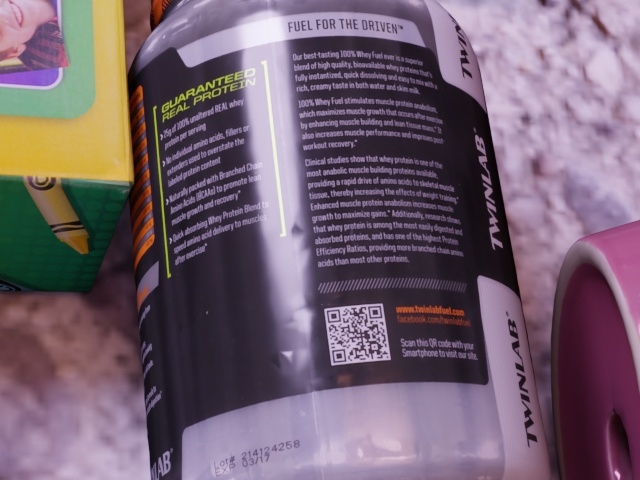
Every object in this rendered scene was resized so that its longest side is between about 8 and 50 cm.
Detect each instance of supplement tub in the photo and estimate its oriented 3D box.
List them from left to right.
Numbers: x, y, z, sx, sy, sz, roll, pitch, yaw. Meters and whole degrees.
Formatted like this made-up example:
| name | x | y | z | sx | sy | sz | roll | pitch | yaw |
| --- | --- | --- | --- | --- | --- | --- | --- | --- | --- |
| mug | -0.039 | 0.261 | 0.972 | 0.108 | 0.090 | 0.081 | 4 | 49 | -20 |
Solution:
| name | x | y | z | sx | sy | sz | roll | pitch | yaw |
| --- | --- | --- | --- | --- | --- | --- | --- | --- | --- |
| supplement tub | 0.000 | 0.000 | 0.482 | 0.117 | 0.117 | 0.190 | 1 | 67 | -18 |

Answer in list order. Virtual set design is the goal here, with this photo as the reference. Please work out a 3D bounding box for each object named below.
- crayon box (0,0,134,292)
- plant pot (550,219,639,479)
| name | x | y | z | sx | sy | sz | roll | pitch | yaw |
| --- | --- | --- | --- | --- | --- | --- | --- | --- | --- |
| crayon box | -0.154 | -0.126 | 0.510 | 0.165 | 0.081 | 0.278 | 2 | 66 | -17 |
| plant pot | 0.173 | 0.055 | 0.483 | 0.180 | 0.201 | 0.201 | -4 | 67 | -4 |
